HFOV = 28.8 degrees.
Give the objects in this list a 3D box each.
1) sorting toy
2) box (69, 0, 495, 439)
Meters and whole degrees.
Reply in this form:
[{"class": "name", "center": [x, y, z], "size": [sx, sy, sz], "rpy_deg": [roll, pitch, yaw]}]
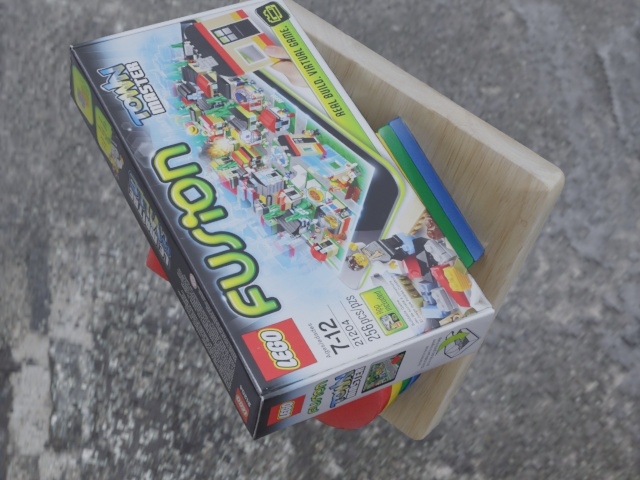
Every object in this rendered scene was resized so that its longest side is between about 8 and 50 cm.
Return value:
[{"class": "sorting toy", "center": [0.000, 0.000, 0.879], "size": [0.255, 0.257, 0.089], "rpy_deg": [35, 40, 17]}, {"class": "box", "center": [-0.024, -0.020, 0.567], "size": [0.114, 0.036, 0.207], "rpy_deg": [-19, 59, -23]}]
